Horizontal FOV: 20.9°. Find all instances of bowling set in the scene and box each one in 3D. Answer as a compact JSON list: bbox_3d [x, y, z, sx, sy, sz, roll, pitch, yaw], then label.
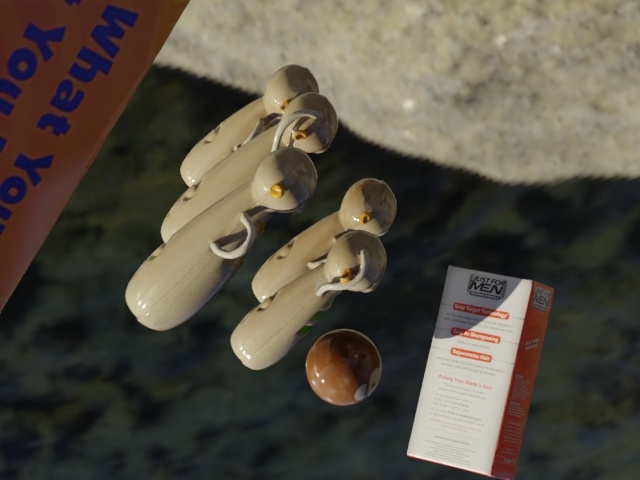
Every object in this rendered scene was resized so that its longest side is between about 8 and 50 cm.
[{"bbox_3d":[0.000,0.000,1.197,0.200,0.287,0.154,42,112,-16],"label":"bowling set"}]

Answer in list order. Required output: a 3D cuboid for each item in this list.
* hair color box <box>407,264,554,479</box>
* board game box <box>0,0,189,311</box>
[{"bbox_3d":[0.115,0.094,1.243,0.072,0.141,0.043,11,175,32],"label":"hair color box"},{"bbox_3d":[-0.274,-0.144,0.452,0.356,0.356,0.356,3,127,-54],"label":"board game box"}]
